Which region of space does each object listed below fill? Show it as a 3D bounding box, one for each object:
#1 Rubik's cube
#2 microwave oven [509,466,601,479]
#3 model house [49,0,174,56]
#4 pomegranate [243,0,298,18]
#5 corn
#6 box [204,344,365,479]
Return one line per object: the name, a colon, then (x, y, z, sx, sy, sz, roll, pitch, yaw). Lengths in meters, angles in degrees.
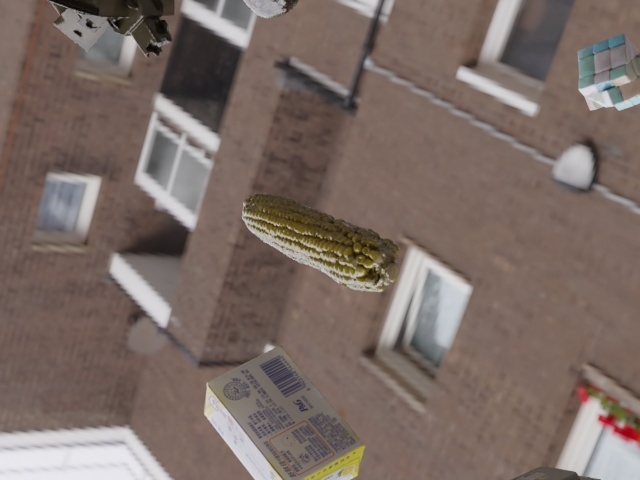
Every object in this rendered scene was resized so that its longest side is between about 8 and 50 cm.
Rubik's cube: (0.339, -0.184, 1.426, 0.075, 0.084, 0.073, 1, 157, 41)
microwave oven: (0.323, 0.468, 1.919, 0.241, 0.193, 0.145, -15, -171, -32)
model house: (-0.357, -0.409, 2.136, 0.243, 0.204, 0.211, 55, -149, 9)
pomegranate: (-0.099, -0.500, 2.445, 0.126, 0.138, 0.163, 8, 166, -10)
corn: (0.000, 0.000, 1.864, 0.097, 0.097, 0.320, -1, -162, -45)
box: (-0.068, 0.329, 2.173, 0.168, 0.097, 0.265, -27, -126, -28)
